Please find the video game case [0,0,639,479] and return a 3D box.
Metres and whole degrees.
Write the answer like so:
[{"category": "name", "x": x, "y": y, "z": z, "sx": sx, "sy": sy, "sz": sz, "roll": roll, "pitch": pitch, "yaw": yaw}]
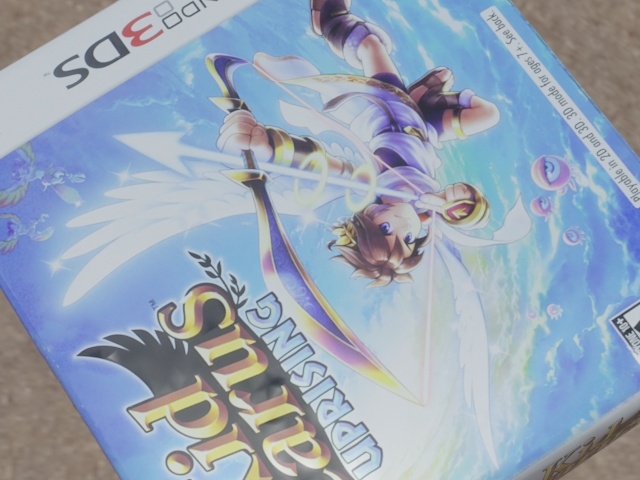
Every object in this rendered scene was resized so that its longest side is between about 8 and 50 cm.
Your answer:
[{"category": "video game case", "x": 0.000, "y": 0.000, "z": 0.708, "sx": 0.244, "sy": 0.061, "sz": 0.269, "roll": -33, "pitch": 69, "yaw": -8}]
